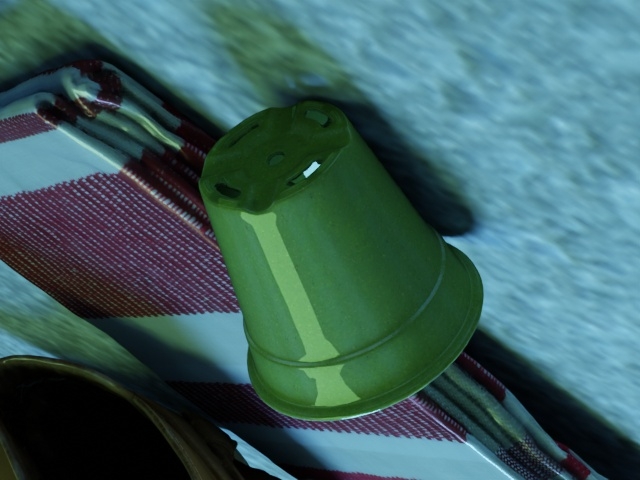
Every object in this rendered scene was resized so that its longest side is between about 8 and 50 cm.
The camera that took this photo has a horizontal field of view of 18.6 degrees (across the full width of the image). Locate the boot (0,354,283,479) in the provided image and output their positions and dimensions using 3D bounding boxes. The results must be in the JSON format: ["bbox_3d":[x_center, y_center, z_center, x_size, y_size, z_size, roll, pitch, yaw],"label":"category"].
[{"bbox_3d":[-0.107,0.115,0.922,0.283,0.109,0.220,28,171,36],"label":"boot"}]

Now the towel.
[{"bbox_3d":[-0.017,0.045,0.802,0.329,0.037,0.237,39,160,-20],"label":"towel"}]

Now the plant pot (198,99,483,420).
[{"bbox_3d":[0.000,0.000,0.619,0.083,0.083,0.079,11,140,41],"label":"plant pot"}]
